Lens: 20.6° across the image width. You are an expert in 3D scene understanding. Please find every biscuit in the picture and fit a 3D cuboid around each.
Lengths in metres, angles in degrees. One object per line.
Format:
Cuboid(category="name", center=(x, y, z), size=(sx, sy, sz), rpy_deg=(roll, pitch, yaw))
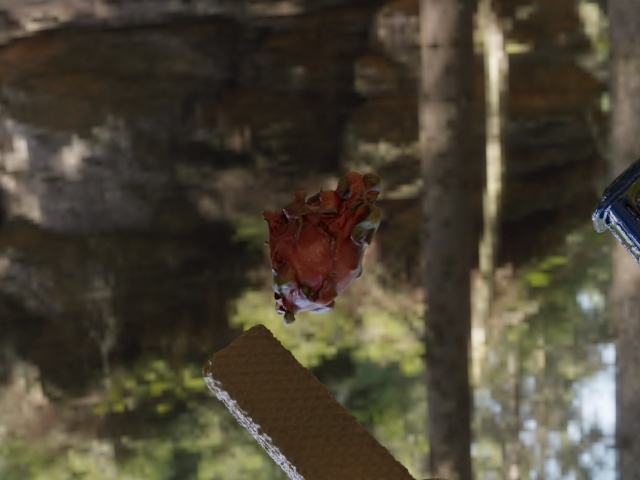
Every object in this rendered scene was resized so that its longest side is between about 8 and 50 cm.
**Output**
Cuboid(category="biscuit", center=(-0.009, 0.208, 1.842), size=(0.094, 0.054, 0.378), rpy_deg=(-33, -142, -12))

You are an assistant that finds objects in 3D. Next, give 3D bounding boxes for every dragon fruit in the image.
Cuboid(category="dragon fruit", center=(0.000, 0.000, 2.090), size=(0.150, 0.208, 0.133), rpy_deg=(36, -171, -20))

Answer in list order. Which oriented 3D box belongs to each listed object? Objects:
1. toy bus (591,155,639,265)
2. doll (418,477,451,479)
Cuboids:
Cuboid(category="toy bus", center=(0.432, -0.063, 1.790), size=(0.287, 0.175, 0.138), rpy_deg=(-43, 167, 3))
Cuboid(category="doll", center=(0.110, 0.347, 2.151), size=(0.211, 0.093, 0.262), rpy_deg=(-25, 169, -12))
